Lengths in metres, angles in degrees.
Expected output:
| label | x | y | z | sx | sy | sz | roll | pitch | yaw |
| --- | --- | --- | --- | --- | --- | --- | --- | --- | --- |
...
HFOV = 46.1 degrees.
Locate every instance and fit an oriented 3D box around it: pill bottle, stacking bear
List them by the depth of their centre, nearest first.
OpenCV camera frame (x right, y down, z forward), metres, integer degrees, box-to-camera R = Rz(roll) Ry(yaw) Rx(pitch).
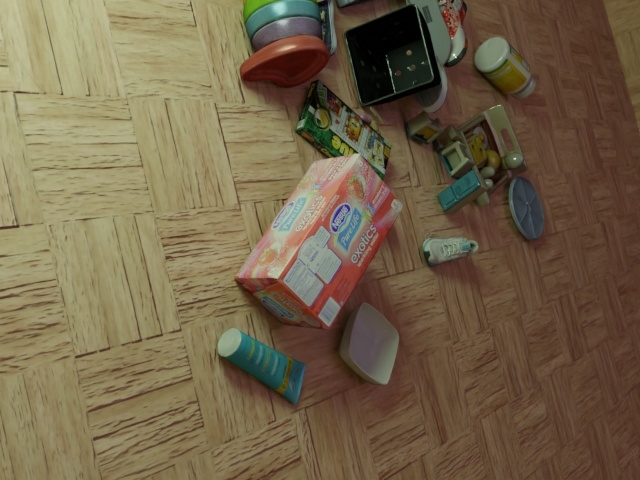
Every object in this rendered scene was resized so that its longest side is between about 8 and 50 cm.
| label | x | y | z | sx | sy | sz | roll | pitch | yaw |
| --- | --- | --- | --- | --- | --- | --- | --- | --- | --- |
| stacking bear | -0.090 | -0.478 | 1.504 | 0.175 | 0.164 | 0.288 | -3 | 75 | -50 |
| pill bottle | 0.574 | -0.524 | 2.314 | 0.208 | 0.118 | 0.117 | 28 | 57 | -40 |

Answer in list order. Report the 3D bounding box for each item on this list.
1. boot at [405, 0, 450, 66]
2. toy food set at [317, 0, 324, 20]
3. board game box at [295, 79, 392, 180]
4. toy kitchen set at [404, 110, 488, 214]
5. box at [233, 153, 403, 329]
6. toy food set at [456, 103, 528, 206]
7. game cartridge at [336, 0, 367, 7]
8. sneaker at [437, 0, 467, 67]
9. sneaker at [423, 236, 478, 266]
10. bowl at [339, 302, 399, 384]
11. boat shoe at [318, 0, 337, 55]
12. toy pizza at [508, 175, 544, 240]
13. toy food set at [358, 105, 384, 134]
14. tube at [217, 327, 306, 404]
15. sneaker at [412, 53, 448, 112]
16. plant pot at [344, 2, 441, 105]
| label | x | y | z | sx | sy | sz | roll | pitch | yaw |
| --- | --- | --- | --- | --- | --- | --- | --- | --- | --- |
| boot | 0.284 | -0.601 | 2.025 | 0.123 | 0.095 | 0.258 | -94 | 169 | -58 |
| toy food set | -0.032 | -0.572 | 1.640 | 0.133 | 0.038 | 0.192 | 11 | 63 | -6 |
| board game box | 0.057 | -0.225 | 1.663 | 0.260 | 0.030 | 0.136 | 35 | 60 | -35 |
| toy kitchen set | 0.298 | -0.197 | 1.908 | 0.166 | 0.122 | 0.207 | 17 | 45 | -45 |
| box | 0.000 | 0.000 | 1.389 | 0.154 | 0.142 | 0.299 | 47 | 62 | -29 |
| toy food set | 0.489 | -0.249 | 2.137 | 0.306 | 0.092 | 0.219 | -35 | 104 | -50 |
| game cartridge | 0.094 | -0.694 | 1.867 | 0.297 | 0.062 | 0.198 | -34 | 99 | -49 |
| sneaker | 0.338 | -0.614 | 2.096 | 0.145 | 0.090 | 0.270 | 37 | 48 | -34 |
| sneaker | 0.326 | 0.018 | 1.863 | 0.191 | 0.083 | 0.071 | -10 | 86 | -49 |
| bowl | 0.093 | 0.215 | 1.544 | 0.142 | 0.053 | 0.142 | 45 | 47 | -31 |
| boat shoe | -0.016 | -0.498 | 1.658 | 0.083 | 0.065 | 0.183 | -3 | 79 | -48 |
| toy pizza | 0.618 | -0.096 | 2.281 | 0.201 | 0.032 | 0.201 | 18 | 64 | -44 |
| toy food set | 0.104 | -0.254 | 1.752 | 0.078 | 0.019 | 0.122 | 49 | 53 | -26 |
| tube | -0.096 | 0.220 | 1.333 | 0.207 | 0.052 | 0.080 | 39 | 59 | -42 |
| sneaker | 0.294 | -0.404 | 1.931 | 0.091 | 0.094 | 0.258 | 41 | 34 | -33 |
| plant pot | 0.191 | -0.426 | 1.799 | 0.167 | 0.188 | 0.187 | -1 | 77 | -63 |
